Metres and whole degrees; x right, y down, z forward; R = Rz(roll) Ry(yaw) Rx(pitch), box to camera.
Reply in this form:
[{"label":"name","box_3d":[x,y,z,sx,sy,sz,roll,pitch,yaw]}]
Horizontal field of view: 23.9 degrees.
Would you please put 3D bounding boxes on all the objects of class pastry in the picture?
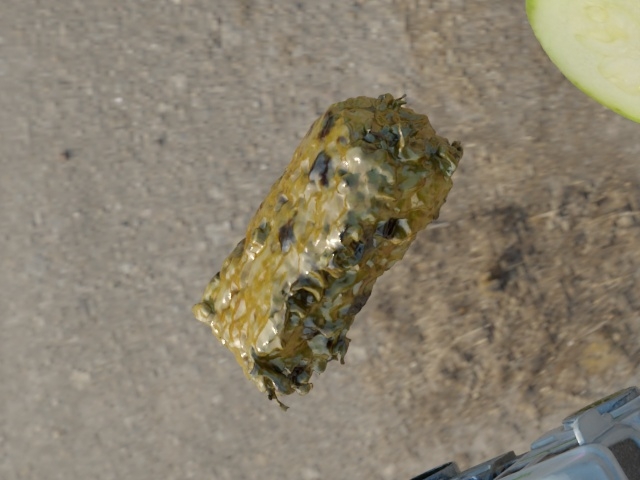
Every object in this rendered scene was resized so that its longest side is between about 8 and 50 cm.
[{"label":"pastry","box_3d":[0.000,0.000,0.625,0.140,0.056,0.080,-57,36,19]}]

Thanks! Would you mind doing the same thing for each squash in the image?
[{"label":"squash","box_3d":[0.313,-0.188,1.401,0.252,0.252,0.049,23,69,24]}]

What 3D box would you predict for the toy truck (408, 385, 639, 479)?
[{"label":"toy truck","box_3d":[0.089,0.228,1.006,0.367,0.175,0.146,-31,84,32]}]
